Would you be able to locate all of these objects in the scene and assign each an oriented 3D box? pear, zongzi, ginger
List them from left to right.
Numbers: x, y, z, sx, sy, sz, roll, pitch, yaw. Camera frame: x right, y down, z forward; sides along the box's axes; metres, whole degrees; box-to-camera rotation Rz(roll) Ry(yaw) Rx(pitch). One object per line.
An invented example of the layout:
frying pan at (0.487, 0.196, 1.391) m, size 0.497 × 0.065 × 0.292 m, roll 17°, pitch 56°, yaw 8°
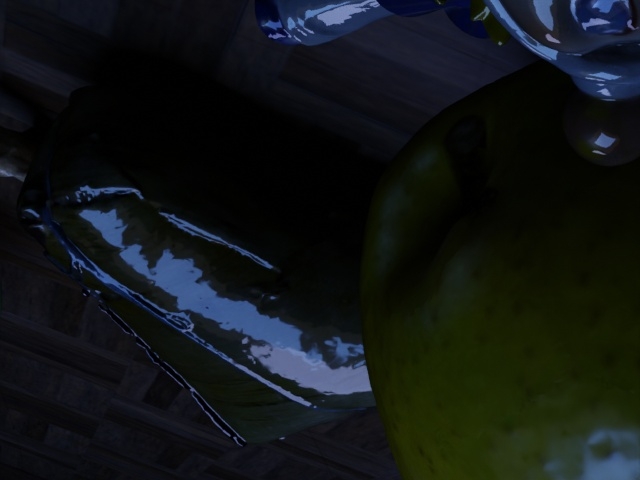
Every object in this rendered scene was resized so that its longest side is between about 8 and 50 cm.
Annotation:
ginger at (-0.244, -0.066, 1.033) m, size 0.075 × 0.089 × 0.288 m, roll -25°, pitch 142°, yaw 7°
zongzi at (0.000, 0.000, 0.894) m, size 0.393 × 0.174 × 0.356 m, roll -13°, pitch 136°, yaw 35°
pear at (0.215, 0.074, 0.651) m, size 0.418 × 0.362 × 0.362 m, roll 31°, pitch 154°, yaw -16°

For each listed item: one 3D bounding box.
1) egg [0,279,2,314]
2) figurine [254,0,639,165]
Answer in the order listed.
egg at (-0.450, 0.061, 1.274) m, size 0.220 × 0.220 × 0.269 m, roll 23°, pitch 168°, yaw -10°
figurine at (0.084, -0.123, 0.479) m, size 0.194 × 0.133 × 0.274 m, roll 54°, pitch 144°, yaw -5°
